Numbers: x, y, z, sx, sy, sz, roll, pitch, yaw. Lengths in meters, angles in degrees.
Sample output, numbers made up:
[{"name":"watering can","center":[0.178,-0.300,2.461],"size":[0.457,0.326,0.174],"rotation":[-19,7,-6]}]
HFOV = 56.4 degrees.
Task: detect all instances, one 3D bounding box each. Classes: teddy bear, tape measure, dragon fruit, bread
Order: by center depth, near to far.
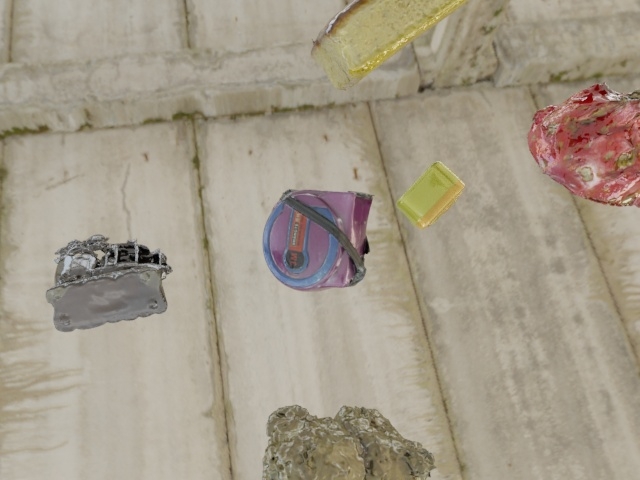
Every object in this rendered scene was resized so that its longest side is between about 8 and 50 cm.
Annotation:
[{"name":"dragon fruit","center":[0.312,-0.124,0.635],"size":[0.153,0.111,0.153],"rotation":[11,-133,-12]},{"name":"teddy bear","center":[0.035,0.339,0.856],"size":[0.256,0.156,0.267],"rotation":[10,-137,-22]},{"name":"bread","center":[0.145,-0.477,1.295],"size":[0.333,0.323,0.143],"rotation":[-37,-79,-3]},{"name":"tape measure","center":[0.000,0.000,1.316],"size":[0.245,0.149,0.231],"rotation":[9,-84,29]}]

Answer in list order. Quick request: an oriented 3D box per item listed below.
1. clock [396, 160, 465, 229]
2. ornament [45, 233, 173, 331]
[{"name":"clock","center":[0.251,-0.099,1.352],"size":[0.143,0.202,0.096],"rotation":[-45,-97,10]},{"name":"ornament","center":[-0.437,0.061,1.247],"size":[0.251,0.106,0.260],"rotation":[-8,-151,-8]}]
